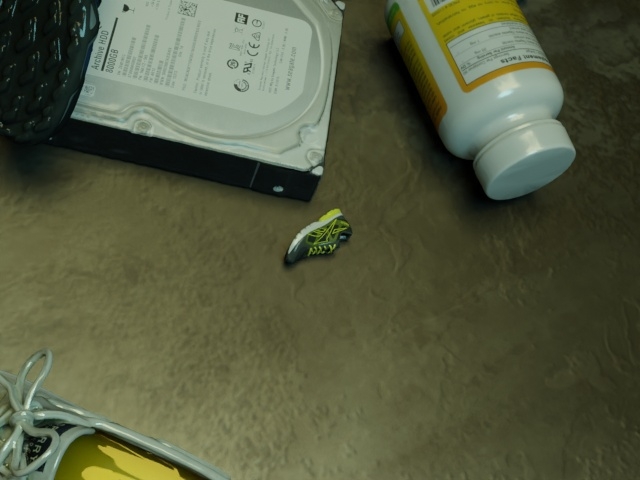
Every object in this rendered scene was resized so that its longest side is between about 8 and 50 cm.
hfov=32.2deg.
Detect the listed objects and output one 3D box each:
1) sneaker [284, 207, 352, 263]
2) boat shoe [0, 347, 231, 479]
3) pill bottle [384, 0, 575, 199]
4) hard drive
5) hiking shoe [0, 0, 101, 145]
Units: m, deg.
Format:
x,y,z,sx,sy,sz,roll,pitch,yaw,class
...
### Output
x,y,z,sx,sy,sz,roll,pitch,yaw,class
0.000,0.000,1.098,0.035,0.031,0.083,45,60,11,sneaker
-0.220,0.169,0.870,0.367,0.156,0.135,25,58,-1,boat shoe
0.173,-0.172,1.180,0.136,0.136,0.245,-13,66,-21,pill bottle
-0.152,-0.186,1.143,0.339,0.064,0.236,13,59,-7,hard drive
-0.234,-0.235,1.028,0.113,0.132,0.304,9,91,14,hiking shoe
